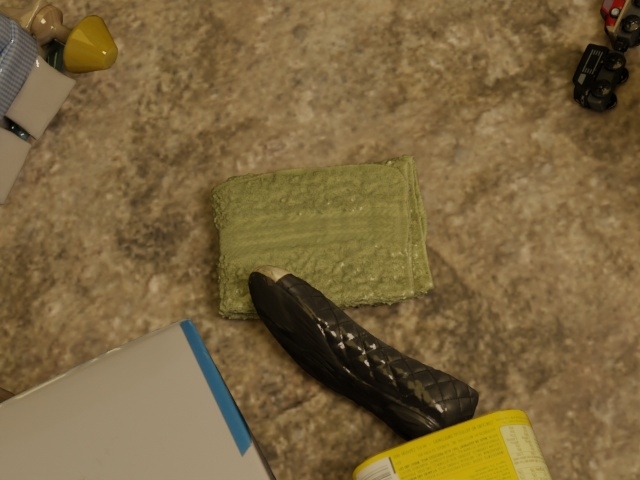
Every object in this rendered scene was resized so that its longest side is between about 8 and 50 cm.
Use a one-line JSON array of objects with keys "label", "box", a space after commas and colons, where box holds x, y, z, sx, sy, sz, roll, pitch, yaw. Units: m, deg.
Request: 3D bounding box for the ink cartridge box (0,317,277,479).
[{"label": "ink cartridge box", "box": [-0.094, 0.189, 1.046, 0.168, 0.232, 0.171, -26, 64, -4]}]

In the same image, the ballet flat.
[{"label": "ballet flat", "box": [0.024, 0.072, 1.176, 0.173, 0.057, 0.049, 38, 56, 10]}]

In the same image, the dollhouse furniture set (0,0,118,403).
[{"label": "dollhouse furniture set", "box": [-0.242, -0.041, 1.145, 0.198, 0.286, 0.303, 30, 86, 21]}]

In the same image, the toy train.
[{"label": "toy train", "box": [0.213, -0.160, 1.261, 0.036, 0.027, 0.158, 17, 71, 28]}]

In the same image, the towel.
[{"label": "towel", "box": [0.000, 0.000, 1.227, 0.148, 0.027, 0.110, -7, 67, 6]}]

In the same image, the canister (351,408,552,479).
[{"label": "canister", "box": [0.100, 0.200, 1.095, 0.126, 0.073, 0.170, -20, 63, 1]}]
